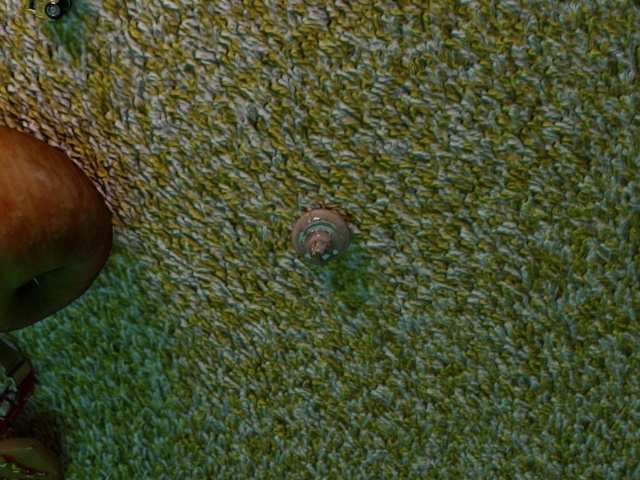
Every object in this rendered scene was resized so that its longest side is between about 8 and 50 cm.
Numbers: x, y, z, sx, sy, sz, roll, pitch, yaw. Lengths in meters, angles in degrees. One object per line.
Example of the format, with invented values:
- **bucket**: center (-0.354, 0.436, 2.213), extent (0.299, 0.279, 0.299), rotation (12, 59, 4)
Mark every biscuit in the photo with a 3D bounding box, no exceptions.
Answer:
- **biscuit**: center (-0.499, 0.374, 1.638), extent (0.212, 0.041, 0.238), rotation (24, 141, -19)

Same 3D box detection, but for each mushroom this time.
- **mushroom**: center (0.000, 0.000, 1.438), extent (0.085, 0.079, 0.085), rotation (1, 112, 4)

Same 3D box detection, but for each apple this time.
- **apple**: center (-0.437, -0.025, 1.358), extent (0.277, 0.309, 0.250), rotation (-34, 70, -13)

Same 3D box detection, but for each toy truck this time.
- **toy truck**: center (-0.349, -0.324, 1.309), extent (0.054, 0.049, 0.083), rotation (17, 116, -4)

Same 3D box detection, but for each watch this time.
- **watch**: center (-0.576, 0.195, 1.580), extent (0.268, 0.102, 0.165), rotation (43, 105, -8)
